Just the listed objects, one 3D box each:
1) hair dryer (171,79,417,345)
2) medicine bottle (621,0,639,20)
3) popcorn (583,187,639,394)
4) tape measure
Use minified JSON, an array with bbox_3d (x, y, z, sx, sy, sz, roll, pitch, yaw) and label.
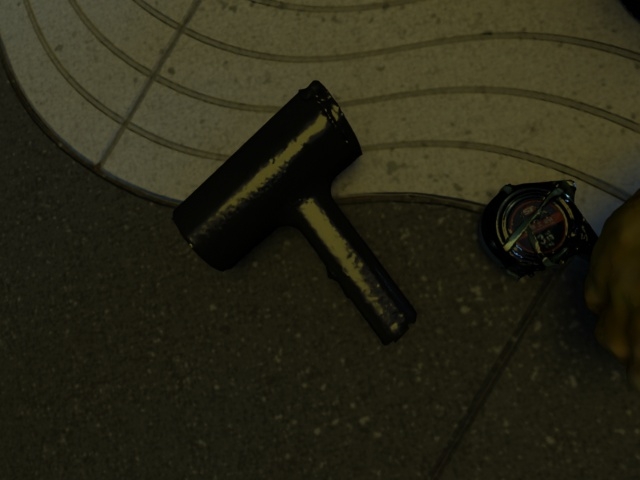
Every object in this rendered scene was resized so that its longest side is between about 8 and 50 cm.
[{"bbox_3d":[0.000,0.000,0.404,0.197,0.089,0.251,-40,86,3],"label":"hair dryer"},{"bbox_3d":[0.358,-0.307,0.221,0.243,0.395,0.242,-1,84,14],"label":"medicine bottle"},{"bbox_3d":[0.329,0.021,0.289,0.253,0.191,0.190,-55,40,14],"label":"popcorn"},{"bbox_3d":[0.200,-0.013,0.383,0.094,0.054,0.091,-16,81,1],"label":"tape measure"}]
